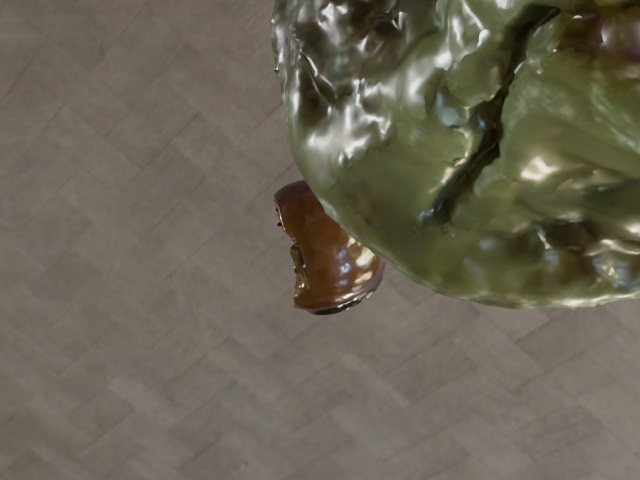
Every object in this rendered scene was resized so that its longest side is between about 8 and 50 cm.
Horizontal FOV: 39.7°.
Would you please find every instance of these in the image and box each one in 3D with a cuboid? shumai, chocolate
[{"bbox_3d":[0.137,-0.155,0.430,0.324,0.323,0.398,19,90,2],"label":"shumai"},{"bbox_3d":[0.000,0.000,0.937,0.127,0.124,0.133,-38,124,-12],"label":"chocolate"}]
